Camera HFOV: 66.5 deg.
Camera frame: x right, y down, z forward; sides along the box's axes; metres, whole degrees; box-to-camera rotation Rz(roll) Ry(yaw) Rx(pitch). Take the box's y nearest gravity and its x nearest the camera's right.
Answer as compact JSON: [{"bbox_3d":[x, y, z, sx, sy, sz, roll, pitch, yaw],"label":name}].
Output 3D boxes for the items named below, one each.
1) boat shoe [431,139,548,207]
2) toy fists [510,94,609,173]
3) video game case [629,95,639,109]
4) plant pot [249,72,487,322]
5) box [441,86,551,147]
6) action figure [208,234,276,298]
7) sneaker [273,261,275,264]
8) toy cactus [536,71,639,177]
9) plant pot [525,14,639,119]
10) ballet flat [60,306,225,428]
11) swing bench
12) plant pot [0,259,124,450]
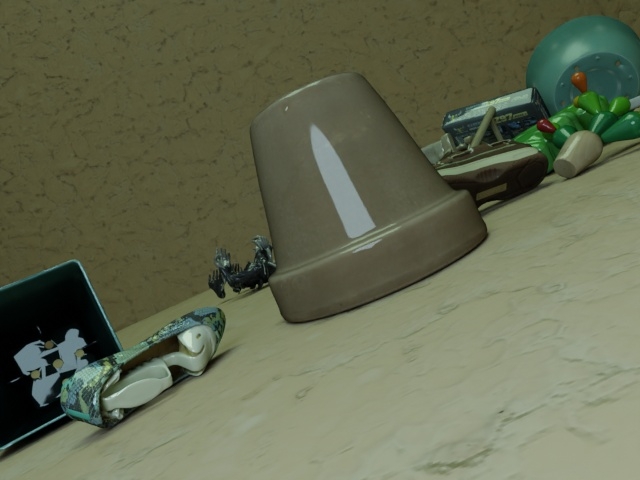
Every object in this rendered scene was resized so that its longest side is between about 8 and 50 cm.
[{"bbox_3d":[0.208,-0.094,0.748,0.258,0.095,0.095,-14,43,-10],"label":"boat shoe"},{"bbox_3d":[0.450,-0.191,0.919,0.279,0.096,0.142,-28,-5,-32],"label":"toy fists"},{"bbox_3d":[0.759,-0.314,0.949,0.193,0.023,0.212,-15,-1,-14],"label":"video game case"},{"bbox_3d":[0.029,-0.061,0.582,0.263,0.229,0.263,-25,1,0],"label":"plant pot"},{"bbox_3d":[0.452,-0.272,1.223,0.233,0.183,0.059,-8,53,43],"label":"box"},{"bbox_3d":[-0.197,0.066,1.260,0.164,0.140,0.276,-12,-8,-38],"label":"action figure"},{"bbox_3d":[-0.061,0.038,1.298,0.170,0.071,0.068,-24,2,31],"label":"sneaker"},{"bbox_3d":[0.397,-0.163,0.699,0.180,0.112,0.219,-43,30,-20],"label":"toy cactus"},{"bbox_3d":[0.692,-0.412,1.262,0.293,0.293,0.235,-23,18,31],"label":"plant pot"},{"bbox_3d":[-0.153,0.125,0.485,0.070,0.070,0.188,-23,5,45],"label":"ballet flat"},{"bbox_3d":[0.286,-0.161,1.150,0.255,0.165,0.253,-33,8,-40],"label":"swing bench"},{"bbox_3d":[-0.365,0.157,0.656,0.166,0.165,0.234,-26,-6,-26],"label":"plant pot"}]
